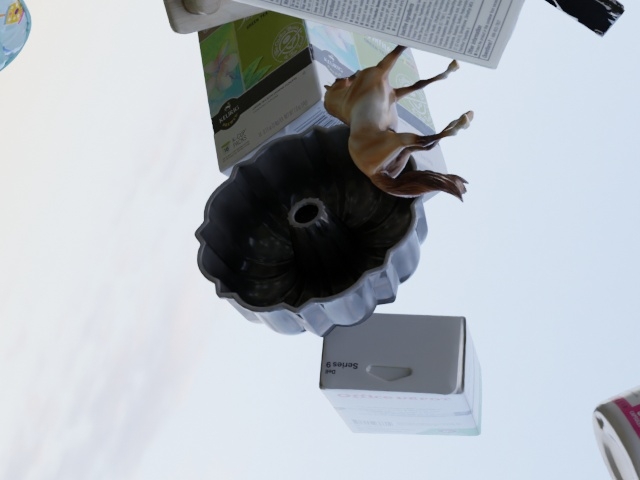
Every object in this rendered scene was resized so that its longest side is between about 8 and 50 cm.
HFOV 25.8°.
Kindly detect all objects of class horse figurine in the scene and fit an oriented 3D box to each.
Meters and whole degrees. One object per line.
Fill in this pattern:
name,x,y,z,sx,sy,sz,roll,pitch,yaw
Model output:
horse figurine,0.086,-0.137,1.591,0.174,0.066,0.263,-28,-133,18

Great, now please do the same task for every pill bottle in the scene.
pill bottle,0.485,0.217,1.668,0.160,0.283,0.160,158,-90,-85

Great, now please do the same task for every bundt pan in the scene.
bundt pan,0.000,0.000,1.923,0.331,0.124,0.331,-13,-133,14

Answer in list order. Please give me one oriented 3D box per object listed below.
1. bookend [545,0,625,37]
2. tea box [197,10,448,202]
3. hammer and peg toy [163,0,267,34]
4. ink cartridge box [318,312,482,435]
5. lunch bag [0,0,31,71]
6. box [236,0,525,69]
bookend,0.253,-0.307,1.337,0.156,0.157,0.072,-55,178,-10
tea box,0.001,-0.217,2.253,0.220,0.329,0.323,-34,-131,26
hammer and peg toy,-0.037,-0.406,1.657,0.127,0.361,0.266,-155,-131,-67
ink cartridge box,0.127,0.203,2.080,0.289,0.211,0.121,64,29,-68
lunch bag,-0.397,-0.232,1.344,0.224,0.108,0.279,-39,160,-16
box,0.046,-0.240,1.019,0.148,0.232,0.127,106,-1,-60
